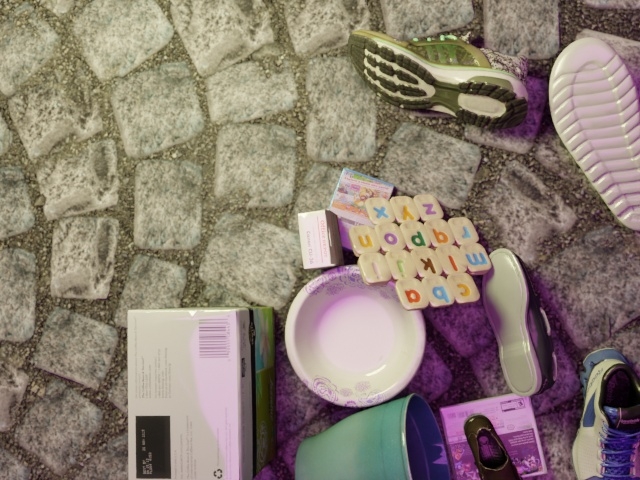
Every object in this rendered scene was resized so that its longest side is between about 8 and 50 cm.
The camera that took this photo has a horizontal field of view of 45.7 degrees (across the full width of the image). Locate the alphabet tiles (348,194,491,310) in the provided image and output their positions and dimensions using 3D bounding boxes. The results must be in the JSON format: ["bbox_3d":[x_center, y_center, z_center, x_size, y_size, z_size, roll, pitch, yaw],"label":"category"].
[{"bbox_3d":[0.202,0.020,1.548,0.284,0.021,0.278,-5,54,-20],"label":"alphabet tiles"}]

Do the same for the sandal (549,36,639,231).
[{"bbox_3d":[0.590,-0.212,1.569,0.169,0.102,0.416,-21,96,20],"label":"sandal"}]

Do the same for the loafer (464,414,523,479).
[{"bbox_3d":[0.353,0.463,1.531,0.080,0.078,0.220,-29,83,4],"label":"loafer"}]

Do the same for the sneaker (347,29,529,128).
[{"bbox_3d":[0.259,-0.375,1.624,0.410,0.158,0.182,22,58,10],"label":"sneaker"}]

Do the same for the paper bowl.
[{"bbox_3d":[0.076,0.194,1.574,0.284,0.148,0.284,-1,85,7],"label":"paper bowl"}]

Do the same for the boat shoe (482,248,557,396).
[{"bbox_3d":[0.412,0.165,1.565,0.114,0.091,0.303,-11,84,50],"label":"boat shoe"}]

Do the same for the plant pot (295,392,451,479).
[{"bbox_3d":[0.097,0.461,1.505,0.255,0.271,0.272,-16,84,20],"label":"plant pot"}]

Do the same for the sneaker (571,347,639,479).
[{"bbox_3d":[0.570,0.373,1.481,0.127,0.182,0.316,1,86,9],"label":"sneaker"}]

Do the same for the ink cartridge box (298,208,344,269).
[{"bbox_3d":[0.000,0.000,1.556,0.067,0.198,0.115,-8,86,7],"label":"ink cartridge box"}]

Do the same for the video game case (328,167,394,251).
[{"bbox_3d":[0.078,-0.062,1.659,0.119,0.015,0.166,20,89,9],"label":"video game case"}]

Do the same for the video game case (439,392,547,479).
[{"bbox_3d":[0.359,0.416,1.586,0.190,0.022,0.173,-12,84,5],"label":"video game case"}]

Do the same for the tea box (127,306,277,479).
[{"bbox_3d":[-0.223,0.296,1.515,0.219,0.323,0.329,-2,86,8],"label":"tea box"}]
